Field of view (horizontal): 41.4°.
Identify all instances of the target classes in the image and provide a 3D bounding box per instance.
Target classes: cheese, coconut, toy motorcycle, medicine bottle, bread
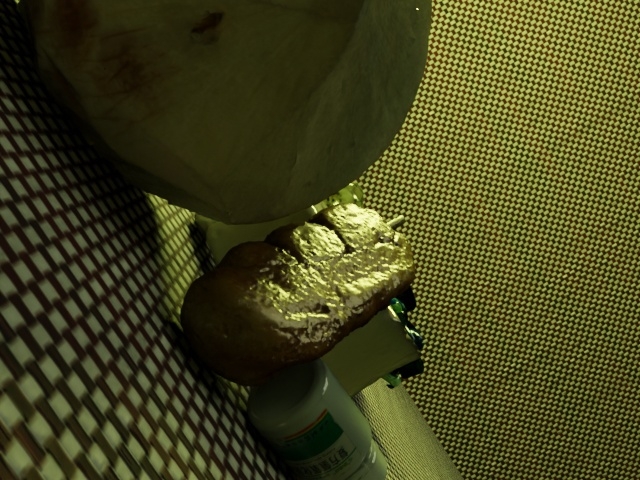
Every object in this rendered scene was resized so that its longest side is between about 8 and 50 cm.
[{"bbox_3d":[-0.022,0.047,1.046,0.292,0.153,0.332,59,1,31],"label":"cheese"},{"bbox_3d":[-0.090,-0.215,0.763,0.415,0.345,0.415,32,-13,8],"label":"coconut"},{"bbox_3d":[0.105,0.155,1.593,0.331,0.196,0.125,-128,-165,-74],"label":"toy motorcycle"},{"bbox_3d":[0.001,0.169,0.735,0.130,0.080,0.080,57,2,-29],"label":"medicine bottle"},{"bbox_3d":[0.001,0.035,0.775,0.124,0.084,0.344,44,33,11],"label":"bread"}]

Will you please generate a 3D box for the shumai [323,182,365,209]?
[{"bbox_3d":[0.002,-0.001,1.676,0.256,0.218,0.189,-83,163,-70],"label":"shumai"}]
